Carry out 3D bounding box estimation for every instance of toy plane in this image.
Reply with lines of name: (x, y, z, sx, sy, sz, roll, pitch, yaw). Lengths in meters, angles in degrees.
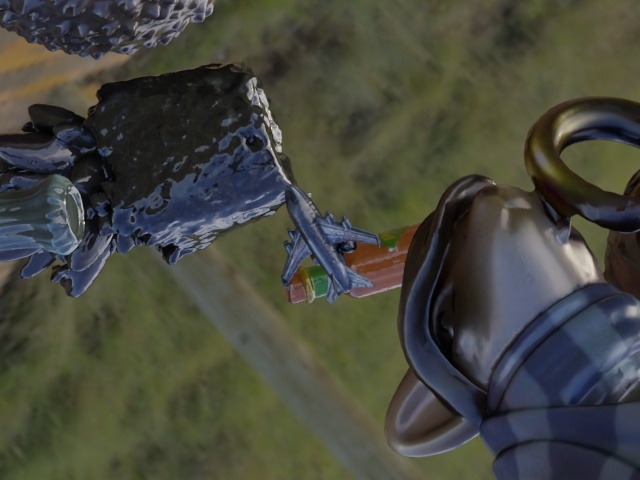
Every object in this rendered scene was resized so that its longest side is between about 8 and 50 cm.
toy plane: (0.000, 0.000, 1.022, 0.078, 0.083, 0.031, -24, -173, 30)

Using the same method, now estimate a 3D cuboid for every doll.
doll: (0.188, 0.081, 1.021, 0.318, 0.339, 0.209, -35, 133, -16)

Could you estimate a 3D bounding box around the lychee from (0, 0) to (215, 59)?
lychee: (-0.231, -0.384, 1.599, 0.432, 0.380, 0.380, -42, 168, 18)

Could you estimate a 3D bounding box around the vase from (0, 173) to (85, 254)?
vase: (-0.260, -0.012, 1.235, 0.148, 0.081, 0.081, -6, 169, 7)

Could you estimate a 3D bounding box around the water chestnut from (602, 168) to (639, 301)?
water chestnut: (0.344, 0.048, 1.300, 0.300, 0.300, 0.300, -40, 166, -12)

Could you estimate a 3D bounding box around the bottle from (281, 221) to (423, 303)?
bottle: (0.047, 0.033, 1.850, 0.187, 0.069, 0.069, -17, 160, -12)

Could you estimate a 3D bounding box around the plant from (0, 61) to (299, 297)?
plant: (-0.193, -0.063, 1.585, 0.320, 0.182, 0.194, -20, 161, 5)
